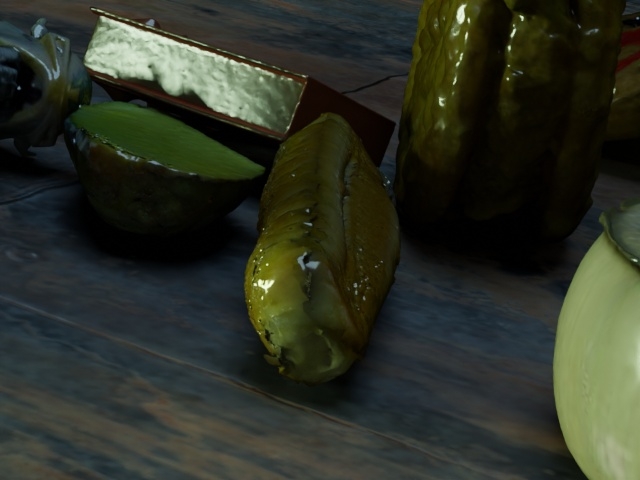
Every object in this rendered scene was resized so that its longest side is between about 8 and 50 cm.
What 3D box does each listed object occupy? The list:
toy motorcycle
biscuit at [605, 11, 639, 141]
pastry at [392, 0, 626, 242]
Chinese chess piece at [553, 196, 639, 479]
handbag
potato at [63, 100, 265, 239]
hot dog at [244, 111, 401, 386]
[{"bbox_3d":[-0.229,-0.102,1.094,0.129,0.094,0.229,4,6,-30],"label":"toy motorcycle"},{"bbox_3d":[0.319,-0.145,1.328,0.367,0.063,0.314,-8,16,15],"label":"biscuit"},{"bbox_3d":[0.130,-0.118,1.078,0.132,0.235,0.240,12,29,-5],"label":"pastry"},{"bbox_3d":[0.241,0.065,0.780,0.270,0.112,0.270,9,18,-3],"label":"Chinese chess piece"},{"bbox_3d":[-0.060,-0.099,1.150,0.190,0.063,0.127,20,0,31],"label":"handbag"},{"bbox_3d":[-0.100,-0.040,1.017,0.119,0.054,0.198,11,12,-19],"label":"potato"},{"bbox_3d":[-0.001,-0.001,0.919,0.083,0.068,0.289,50,16,-11],"label":"hot dog"}]
